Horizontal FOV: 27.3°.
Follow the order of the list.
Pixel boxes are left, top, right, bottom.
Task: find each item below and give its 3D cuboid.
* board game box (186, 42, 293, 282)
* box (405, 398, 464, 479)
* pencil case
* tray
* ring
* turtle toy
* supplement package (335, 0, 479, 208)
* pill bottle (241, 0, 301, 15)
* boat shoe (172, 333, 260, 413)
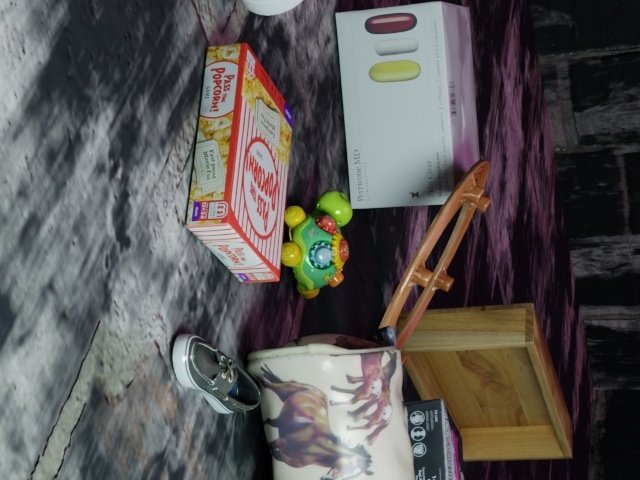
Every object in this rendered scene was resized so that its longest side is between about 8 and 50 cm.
[{"bbox_3d":[-0.077,-0.074,1.303,0.147,0.045,0.193,51,39,-61],"label":"board game box"},{"bbox_3d":[0.086,0.327,1.511,0.142,0.163,0.247,60,25,-59],"label":"box"},{"bbox_3d":[0.030,0.296,1.319,0.183,0.160,0.410,11,70,-83],"label":"pencil case"},{"bbox_3d":[0.267,0.231,2.070,0.411,0.203,0.076,63,28,-52],"label":"tray"},{"bbox_3d":[0.145,0.049,1.707,0.336,0.032,0.336,-57,167,-20],"label":"ring"},{"bbox_3d":[0.000,0.000,1.496,0.095,0.066,0.130,62,30,-53],"label":"turtle toy"},{"bbox_3d":[0.124,-0.183,1.790,0.204,0.145,0.262,-22,108,-72],"label":"supplement package"},{"bbox_3d":[-0.070,-0.301,1.262,0.180,0.108,0.108,59,33,-56],"label":"pill bottle"},{"bbox_3d":[-0.095,0.122,1.217,0.142,0.040,0.049,56,35,-59],"label":"boat shoe"}]
